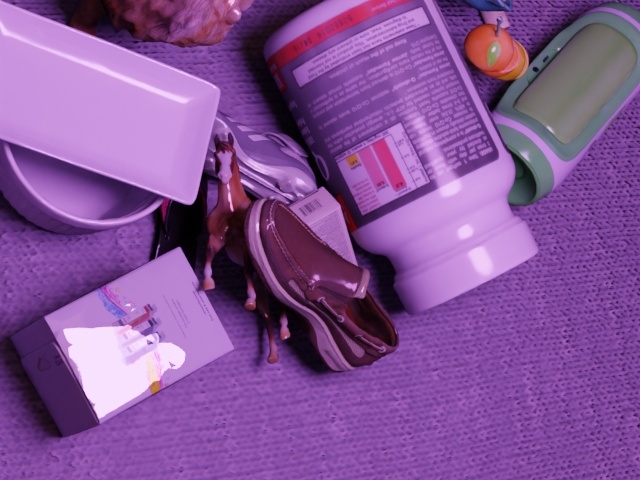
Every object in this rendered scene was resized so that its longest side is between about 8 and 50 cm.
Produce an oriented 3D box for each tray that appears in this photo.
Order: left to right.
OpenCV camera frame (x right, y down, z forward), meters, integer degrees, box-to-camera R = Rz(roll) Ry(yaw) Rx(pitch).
[{"bbox_3d":[-0.243,-0.140,1.697,0.270,0.030,0.145,20,67,-21],"label":"tray"}]

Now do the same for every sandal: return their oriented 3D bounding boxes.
[{"bbox_3d":[-0.156,-0.030,1.831,0.067,0.040,0.179,9,72,-25],"label":"sandal"}]

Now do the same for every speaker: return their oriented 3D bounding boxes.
[{"bbox_3d":[0.312,-0.176,2.065,0.131,0.131,0.296,48,61,-8],"label":"speaker"}]

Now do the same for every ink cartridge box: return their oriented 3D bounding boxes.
[{"bbox_3d":[-0.211,0.109,1.714,0.176,0.128,0.127,-27,90,-29],"label":"ink cartridge box"}]

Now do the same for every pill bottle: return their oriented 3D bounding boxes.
[{"bbox_3d":[0.099,-0.111,1.887,0.210,0.210,0.363,-25,89,-30],"label":"pill bottle"}]

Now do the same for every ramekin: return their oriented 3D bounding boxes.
[{"bbox_3d":[-0.261,-0.103,1.758,0.207,0.109,0.207,8,73,-26],"label":"ramekin"}]

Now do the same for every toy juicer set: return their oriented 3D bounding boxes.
[{"bbox_3d":[0.214,-0.307,1.996,0.209,0.089,0.329,61,18,-16],"label":"toy juicer set"}]

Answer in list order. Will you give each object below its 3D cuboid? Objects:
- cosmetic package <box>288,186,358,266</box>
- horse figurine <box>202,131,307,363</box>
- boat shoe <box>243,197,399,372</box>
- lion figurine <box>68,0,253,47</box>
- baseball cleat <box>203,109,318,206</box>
[{"bbox_3d":[0.000,0.000,1.857,0.060,0.115,0.041,-30,49,-13],"label":"cosmetic package"},{"bbox_3d":[-0.070,0.024,1.803,0.263,0.066,0.174,50,30,-50],"label":"horse figurine"},{"bbox_3d":[0.010,0.041,1.775,0.257,0.095,0.095,54,34,-41],"label":"boat shoe"},{"bbox_3d":[-0.236,-0.364,1.766,0.142,0.240,0.392,-36,93,-30],"label":"lion figurine"},{"bbox_3d":[-0.092,-0.105,1.863,0.206,0.072,0.109,37,25,-17],"label":"baseball cleat"}]
